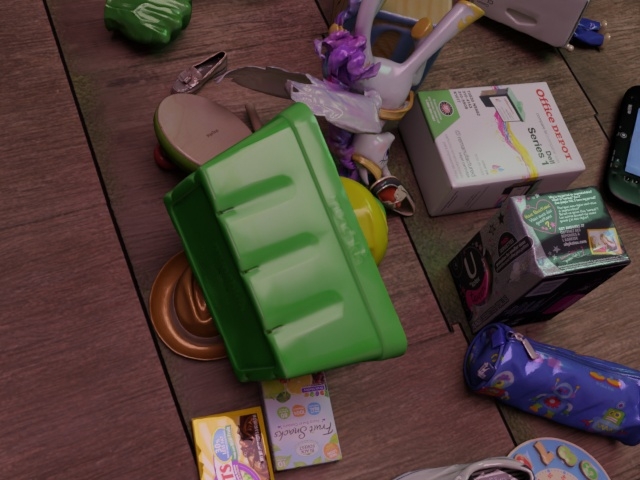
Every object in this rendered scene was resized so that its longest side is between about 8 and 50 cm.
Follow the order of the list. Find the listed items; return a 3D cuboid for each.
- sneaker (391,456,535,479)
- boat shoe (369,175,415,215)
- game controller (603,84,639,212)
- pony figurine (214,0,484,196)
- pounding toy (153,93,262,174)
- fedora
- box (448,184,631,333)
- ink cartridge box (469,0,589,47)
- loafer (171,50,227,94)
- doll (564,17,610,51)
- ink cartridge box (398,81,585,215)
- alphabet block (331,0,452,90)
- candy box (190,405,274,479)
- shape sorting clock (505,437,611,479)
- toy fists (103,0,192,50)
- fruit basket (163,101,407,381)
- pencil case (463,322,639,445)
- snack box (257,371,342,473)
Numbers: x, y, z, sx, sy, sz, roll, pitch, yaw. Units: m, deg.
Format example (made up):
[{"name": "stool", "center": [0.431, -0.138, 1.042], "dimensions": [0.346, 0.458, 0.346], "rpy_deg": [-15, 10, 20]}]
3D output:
[{"name": "sneaker", "center": [0.185, 0.364, 1.055], "dimensions": [0.258, 0.091, 0.094], "rpy_deg": [-16, 68, -11]}, {"name": "boat shoe", "center": [0.126, -0.074, 1.251], "dimensions": [0.049, 0.137, 0.043], "rpy_deg": [-33, 68, 16]}, {"name": "game controller", "center": [0.668, -0.180, 1.469], "dimensions": [0.166, 0.067, 0.319], "rpy_deg": [26, 61, -1]}, {"name": "pony figurine", "center": [0.057, -0.265, 1.170], "dimensions": [0.351, 0.303, 0.363], "rpy_deg": [18, 102, -37]}, {"name": "pounding toy", "center": [-0.187, -0.143, 1.225], "dimensions": [0.237, 0.110, 0.183], "rpy_deg": [-5, 56, -47]}, {"name": "fedora", "center": [-0.168, 0.083, 1.117], "dimensions": [0.194, 0.079, 0.194], "rpy_deg": [6, 64, -12]}, {"name": "box", "center": [0.337, 0.035, 1.175], "dimensions": [0.163, 0.247, 0.142], "rpy_deg": [-8, 65, -18]}, {"name": "ink cartridge box", "center": [0.481, -0.577, 1.547], "dimensions": [0.226, 0.131, 0.306], "rpy_deg": [26, 54, 9]}, {"name": "loafer", "center": [-0.218, -0.303, 1.313], "dimensions": [0.045, 0.039, 0.125], "rpy_deg": [45, 62, 8]}, {"name": "doll", "center": [0.529, -0.455, 1.577], "dimensions": [0.189, 0.046, 0.129], "rpy_deg": [6, 63, -12]}, {"name": "ink cartridge box", "center": [0.311, -0.172, 1.343], "dimensions": [0.278, 0.117, 0.201], "rpy_deg": [-9, 67, -19]}, {"name": "alphabet block", "center": [0.130, -0.431, 1.382], "dimensions": [0.193, 0.192, 0.197], "rpy_deg": [12, 62, -11]}, {"name": "candy box", "center": [-0.117, 0.346, 1.033], "dimensions": [0.105, 0.027, 0.206], "rpy_deg": [-8, 67, -14]}, {"name": "shape sorting clock", "center": [0.366, 0.405, 1.121], "dimensions": [0.206, 0.040, 0.206], "rpy_deg": [6, 63, -12]}, {"name": "toy fists", "center": [-0.293, -0.469, 1.344], "dimensions": [0.142, 0.096, 0.279], "rpy_deg": [10, 60, -3]}, {"name": "fruit basket", "center": [0.000, 0.000, 1.072], "dimensions": [0.392, 0.283, 0.392], "rpy_deg": [7, 76, -28]}, {"name": "pencil case", "center": [0.383, 0.224, 1.163], "dimensions": [0.306, 0.133, 0.119], "rpy_deg": [20, 44, -6]}, {"name": "snack box", "center": [-0.032, 0.265, 1.087], "dimensions": [0.100, 0.037, 0.141], "rpy_deg": [-5, 66, -16]}]
